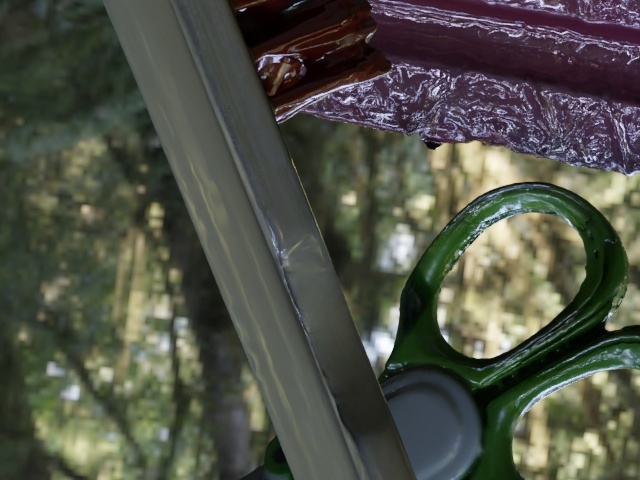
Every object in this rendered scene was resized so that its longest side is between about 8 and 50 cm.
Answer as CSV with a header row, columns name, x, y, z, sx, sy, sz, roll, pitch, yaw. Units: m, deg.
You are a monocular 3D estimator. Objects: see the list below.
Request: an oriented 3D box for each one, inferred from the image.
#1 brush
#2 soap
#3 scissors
name,x,y,z,sx,sy,sz,roll,pitch,yaw
brush,0.000,0.000,0.365,0.050,0.321,0.060,-22,-176,-22
soap,0.014,-0.137,0.642,0.289,0.182,0.112,8,-145,1
scissors,0.008,0.070,0.490,0.204,0.101,0.027,-33,157,9
